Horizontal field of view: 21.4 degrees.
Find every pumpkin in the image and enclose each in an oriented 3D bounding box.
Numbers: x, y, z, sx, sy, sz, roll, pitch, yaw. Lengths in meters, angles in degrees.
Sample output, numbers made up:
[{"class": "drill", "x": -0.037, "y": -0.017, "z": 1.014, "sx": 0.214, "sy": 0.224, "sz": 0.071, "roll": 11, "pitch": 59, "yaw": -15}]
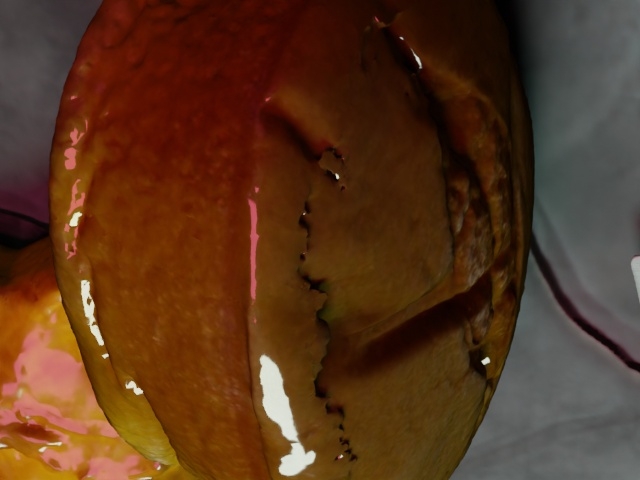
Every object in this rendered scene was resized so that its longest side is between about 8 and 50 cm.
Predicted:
[{"class": "pumpkin", "x": -0.158, "y": 0.091, "z": 0.864, "sx": 0.290, "sy": 0.095, "sz": 0.258, "roll": 6, "pitch": 114, "yaw": 25}]

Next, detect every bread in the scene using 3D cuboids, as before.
[{"class": "bread", "x": 0.000, "y": 0.000, "z": 0.653, "sx": 0.142, "sy": 0.195, "sz": 0.270, "roll": 17, "pitch": 138, "yaw": 23}]

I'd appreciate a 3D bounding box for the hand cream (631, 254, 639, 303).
[{"class": "hand cream", "x": 0.225, "y": 0.041, "z": 0.670, "sx": 0.204, "sy": 0.050, "sz": 0.078, "roll": 2, "pitch": 128, "yaw": 31}]
